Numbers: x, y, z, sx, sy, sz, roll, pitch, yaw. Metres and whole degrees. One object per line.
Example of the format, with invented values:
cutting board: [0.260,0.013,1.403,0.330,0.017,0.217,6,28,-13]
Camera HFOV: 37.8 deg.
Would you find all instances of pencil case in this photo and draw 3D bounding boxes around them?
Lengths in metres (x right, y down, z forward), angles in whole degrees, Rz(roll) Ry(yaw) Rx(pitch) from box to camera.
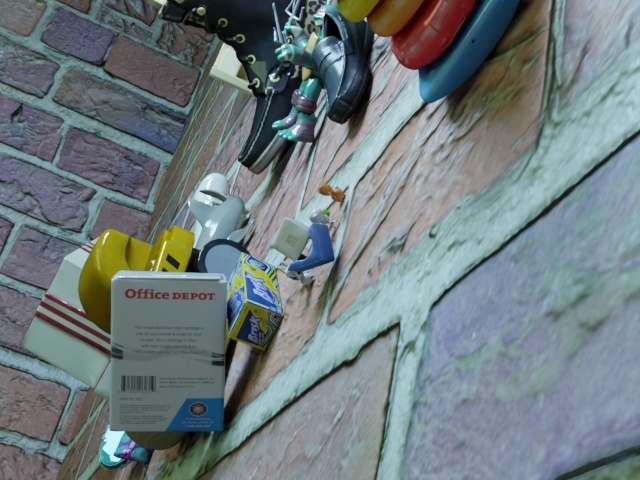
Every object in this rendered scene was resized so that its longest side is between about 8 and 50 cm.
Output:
pencil case: [-0.312,0.321,1.666,0.070,0.065,0.151,104,-175,-78]

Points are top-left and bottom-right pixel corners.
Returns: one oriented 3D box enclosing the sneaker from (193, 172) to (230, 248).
sneaker: [-0.214,-0.034,1.867,0.094,0.080,0.212,-5,69,61]

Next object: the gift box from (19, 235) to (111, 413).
gift box: [-0.430,0.174,1.912,0.255,0.258,0.276,-60,1,20]

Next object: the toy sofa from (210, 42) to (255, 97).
toy sofa: [-0.082,-0.460,1.856,0.177,0.150,0.362,-112,47,-77]

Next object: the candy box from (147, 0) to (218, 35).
candy box: [-0.203,-0.548,2.082,0.182,0.317,0.087,-67,16,2]

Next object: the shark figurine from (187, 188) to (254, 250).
shark figurine: [-0.189,-0.046,1.672,0.166,0.116,0.278,-48,16,31]

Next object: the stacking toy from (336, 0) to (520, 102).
stacking toy: [0.028,-0.277,0.870,0.175,0.302,0.165,-57,18,37]

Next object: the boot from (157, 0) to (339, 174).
boot: [-0.135,-0.329,1.568,0.377,0.284,0.138,-66,15,0]

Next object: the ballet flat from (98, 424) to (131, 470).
ballet flat: [-0.347,0.335,1.774,0.077,0.091,0.241,89,-163,-55]

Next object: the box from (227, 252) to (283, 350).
box: [-0.091,0.079,1.258,0.059,0.054,0.169,-63,16,16]

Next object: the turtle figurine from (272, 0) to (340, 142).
turtle figurine: [-0.020,-0.273,1.415,0.175,0.118,0.234,-65,-14,-74]

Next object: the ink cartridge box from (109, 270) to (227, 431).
ink cartridge box: [-0.200,0.143,1.235,0.086,0.148,0.203,-145,58,-82]

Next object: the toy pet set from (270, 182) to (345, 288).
toy pet set: [0.000,0.000,1.090,0.122,0.065,0.114,-62,-20,8]

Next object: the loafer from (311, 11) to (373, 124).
loafer: [0.024,-0.239,1.279,0.076,0.078,0.223,-55,19,40]

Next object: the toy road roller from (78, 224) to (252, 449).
toy road roller: [-0.264,0.128,1.429,0.202,0.241,0.329,-48,24,53]
